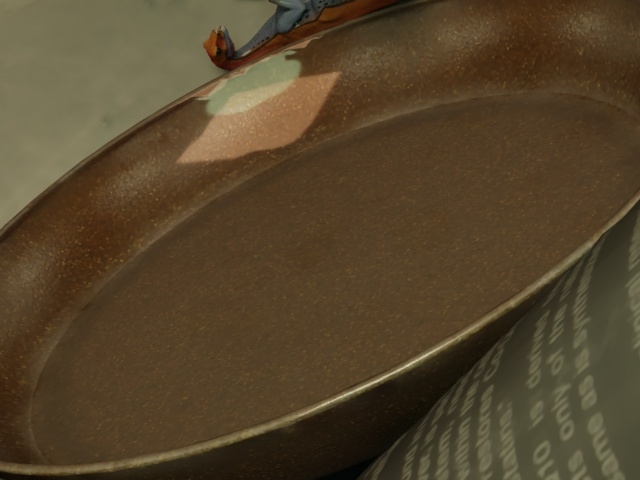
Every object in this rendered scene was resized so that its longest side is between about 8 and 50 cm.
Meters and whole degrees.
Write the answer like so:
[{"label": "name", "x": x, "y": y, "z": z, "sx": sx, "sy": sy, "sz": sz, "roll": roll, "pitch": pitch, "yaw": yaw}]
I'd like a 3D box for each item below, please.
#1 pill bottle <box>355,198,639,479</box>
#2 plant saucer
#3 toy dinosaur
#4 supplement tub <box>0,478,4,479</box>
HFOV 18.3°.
[{"label": "pill bottle", "x": 0.115, "y": 0.102, "z": 0.537, "sx": 0.361, "sy": 0.204, "sz": 0.204, "roll": -48, "pitch": 53, "yaw": 35}, {"label": "plant saucer", "x": 0.000, "y": 0.000, "z": 0.723, "sx": 0.310, "sy": 0.050, "sz": 0.310, "roll": -22, "pitch": 25, "yaw": 11}, {"label": "toy dinosaur", "x": -0.008, "y": -0.098, "z": 0.856, "sx": 0.090, "sy": 0.047, "sz": 0.082, "roll": 37, "pitch": 96, "yaw": 17}, {"label": "supplement tub", "x": -0.133, "y": 0.151, "z": 0.704, "sx": 0.199, "sy": 0.144, "sz": 0.144, "roll": 10, "pitch": 67, "yaw": 20}]
